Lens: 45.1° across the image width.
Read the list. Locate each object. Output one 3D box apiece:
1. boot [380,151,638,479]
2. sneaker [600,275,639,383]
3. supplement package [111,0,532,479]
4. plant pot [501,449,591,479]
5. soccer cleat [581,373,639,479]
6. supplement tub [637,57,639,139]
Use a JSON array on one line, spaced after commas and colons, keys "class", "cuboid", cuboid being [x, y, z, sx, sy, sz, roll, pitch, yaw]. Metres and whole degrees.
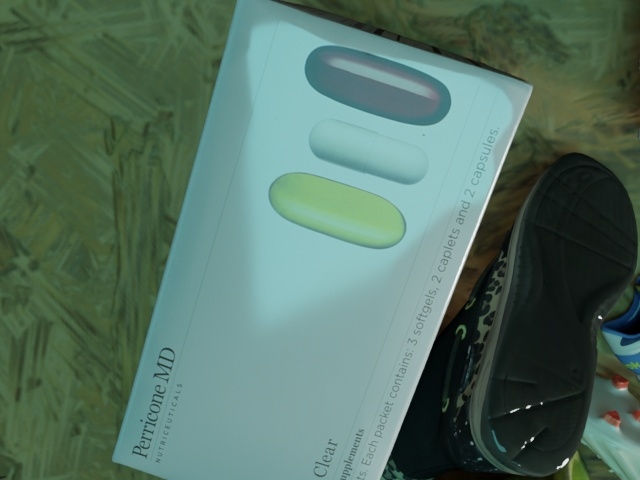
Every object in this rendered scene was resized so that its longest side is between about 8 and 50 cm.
[{"class": "boot", "cuboid": [0.116, 0.060, 0.532, 0.085, 0.236, 0.178, 33, 147, -7]}, {"class": "sneaker", "cuboid": [0.260, 0.038, 0.541, 0.059, 0.053, 0.144, 39, 104, -3]}, {"class": "supplement package", "cuboid": [0.000, 0.000, 0.476, 0.145, 0.204, 0.262, 18, 106, 1]}, {"class": "plant pot", "cuboid": [0.077, 0.299, 0.536, 0.254, 0.276, 0.276, -13, 103, 19]}, {"class": "soccer cleat", "cuboid": [0.235, 0.160, 0.554, 0.196, 0.068, 0.076, 30, 123, 14]}, {"class": "supplement tub", "cuboid": [0.272, -0.144, 0.444, 0.144, 0.144, 0.200, 11, 106, 2]}]
